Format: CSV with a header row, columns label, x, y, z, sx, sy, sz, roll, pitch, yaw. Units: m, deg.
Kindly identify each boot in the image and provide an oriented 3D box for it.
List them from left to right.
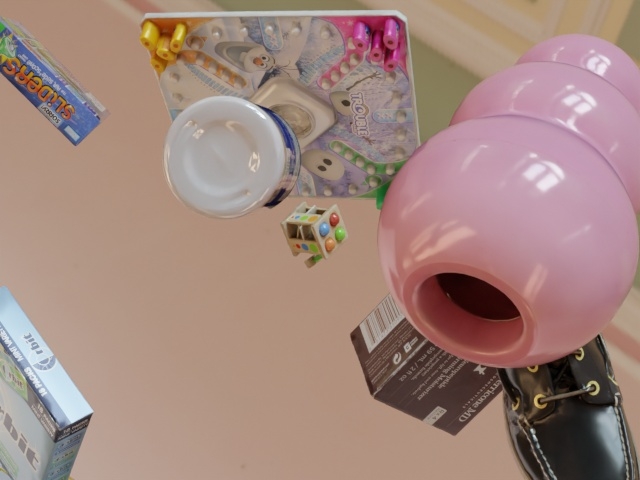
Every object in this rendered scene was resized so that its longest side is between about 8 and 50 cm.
label,x,y,z,sx,sy,sz,roll,pitch,yaw
boot,0.253,0.098,1.211,0.138,0.377,0.284,-11,-40,6

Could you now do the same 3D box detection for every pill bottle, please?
label,x,y,z,sx,sy,sz,roll,pitch,yaw
pill bottle,-0.077,-0.078,1.071,0.112,0.186,0.112,0,-87,6

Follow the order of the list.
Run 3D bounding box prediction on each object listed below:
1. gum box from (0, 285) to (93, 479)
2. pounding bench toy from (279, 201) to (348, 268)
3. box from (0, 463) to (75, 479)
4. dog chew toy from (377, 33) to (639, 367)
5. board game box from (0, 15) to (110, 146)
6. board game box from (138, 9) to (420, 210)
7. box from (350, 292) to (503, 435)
label,x,y,z,sx,sy,sz,roll,pitch,yaw
gum box,-0.295,0.158,1.089,0.157,0.041,0.184,50,-38,18
pounding bench toy,0.000,0.000,1.420,0.065,0.052,0.083,7,-51,40
box,-0.485,0.382,1.590,0.279,0.177,0.290,42,-9,-15
dog chew toy,0.183,-0.054,0.934,0.206,0.332,0.207,20,-39,17
board game box,-0.269,-0.158,1.088,0.136,0.035,0.201,45,0,-11
board game box,-0.049,-0.181,1.694,0.390,0.050,0.390,2,-39,12
box,0.191,0.196,1.910,0.168,0.203,0.167,-49,-147,20
